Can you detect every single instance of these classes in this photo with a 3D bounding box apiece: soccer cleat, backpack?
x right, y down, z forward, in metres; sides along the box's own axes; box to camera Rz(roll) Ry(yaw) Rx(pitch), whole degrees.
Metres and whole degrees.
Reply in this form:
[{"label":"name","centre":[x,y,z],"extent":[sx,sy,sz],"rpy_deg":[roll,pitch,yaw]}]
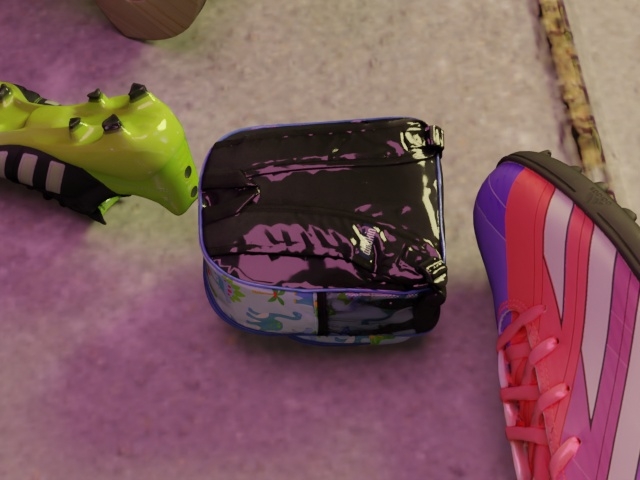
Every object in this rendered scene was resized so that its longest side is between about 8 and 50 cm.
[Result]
[{"label":"soccer cleat","centre":[-0.140,-0.043,0.781],"extent":[0.179,0.072,0.060],"rpy_deg":[7,47,35]},{"label":"soccer cleat","centre":[0.125,0.096,0.639],"extent":[0.116,0.109,0.318],"rpy_deg":[-24,60,-6]},{"label":"backpack","centre":[0.000,0.000,0.722],"extent":[0.114,0.084,0.105],"rpy_deg":[1,56,0]}]

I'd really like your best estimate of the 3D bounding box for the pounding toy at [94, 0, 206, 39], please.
[{"label":"pounding toy","centre":[-0.097,-0.221,0.826],"extent":[0.269,0.154,0.155],"rpy_deg":[27,62,6]}]
